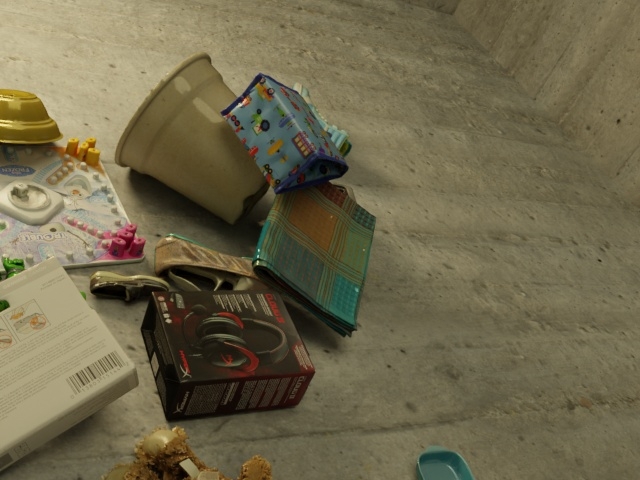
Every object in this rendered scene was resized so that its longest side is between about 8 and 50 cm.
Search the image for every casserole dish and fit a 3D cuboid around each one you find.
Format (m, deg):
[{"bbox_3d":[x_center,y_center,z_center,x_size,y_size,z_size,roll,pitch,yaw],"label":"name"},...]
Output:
[{"bbox_3d":[0.241,0.470,1.298,0.114,0.037,0.188,5,41,-28],"label":"casserole dish"}]

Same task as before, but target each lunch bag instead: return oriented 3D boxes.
[{"bbox_3d":[-0.045,-0.239,1.574,0.221,0.138,0.293,56,26,9],"label":"lunch bag"}]

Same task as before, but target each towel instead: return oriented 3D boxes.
[{"bbox_3d":[0.000,0.000,1.538,0.271,0.040,0.370,37,41,-20],"label":"towel"}]

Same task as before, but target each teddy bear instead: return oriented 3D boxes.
[{"bbox_3d":[-0.174,0.415,1.065,0.338,0.113,0.245,19,28,2],"label":"teddy bear"}]

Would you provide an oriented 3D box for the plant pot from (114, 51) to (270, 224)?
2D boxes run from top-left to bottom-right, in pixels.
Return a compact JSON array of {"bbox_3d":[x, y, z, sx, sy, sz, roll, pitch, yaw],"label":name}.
[{"bbox_3d":[-0.250,-0.212,1.644,0.305,0.334,0.334,39,36,-1],"label":"plant pot"}]

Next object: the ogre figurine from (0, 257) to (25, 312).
[{"bbox_3d":[-0.590,0.095,1.197,0.197,0.096,0.118,1,29,-48],"label":"ogre figurine"}]

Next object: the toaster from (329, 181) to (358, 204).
[{"bbox_3d":[0.011,-0.062,1.763,0.186,0.110,0.168,11,37,-20],"label":"toaster"}]

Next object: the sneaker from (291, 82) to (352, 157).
[{"bbox_3d":[-0.010,-0.335,2.088,0.208,0.127,0.318,14,47,-14],"label":"sneaker"}]

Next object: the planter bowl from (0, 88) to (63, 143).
[{"bbox_3d":[-0.683,-0.283,1.556,0.217,0.090,0.217,8,18,-3],"label":"planter bowl"}]

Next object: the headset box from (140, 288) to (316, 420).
[{"bbox_3d":[-0.162,0.203,1.315,0.293,0.110,0.218,2,41,-31],"label":"headset box"}]

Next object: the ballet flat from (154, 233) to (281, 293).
[{"bbox_3d":[-0.199,0.083,1.475,0.316,0.107,0.106,15,56,-7],"label":"ballet flat"}]

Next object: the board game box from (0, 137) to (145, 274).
[{"bbox_3d":[-0.605,-0.091,1.461,0.390,0.050,0.390,-4,45,-37],"label":"board game box"}]

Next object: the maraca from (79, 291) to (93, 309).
[{"bbox_3d":[-0.454,0.139,1.218,0.127,0.099,0.185,47,24,-28],"label":"maraca"}]

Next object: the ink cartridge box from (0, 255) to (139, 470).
[{"bbox_3d":[-0.476,0.194,1.081,0.296,0.066,0.261,-30,63,-27],"label":"ink cartridge box"}]

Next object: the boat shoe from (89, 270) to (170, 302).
[{"bbox_3d":[-0.373,0.098,1.371,0.152,0.056,0.049,6,44,-12],"label":"boat shoe"}]
